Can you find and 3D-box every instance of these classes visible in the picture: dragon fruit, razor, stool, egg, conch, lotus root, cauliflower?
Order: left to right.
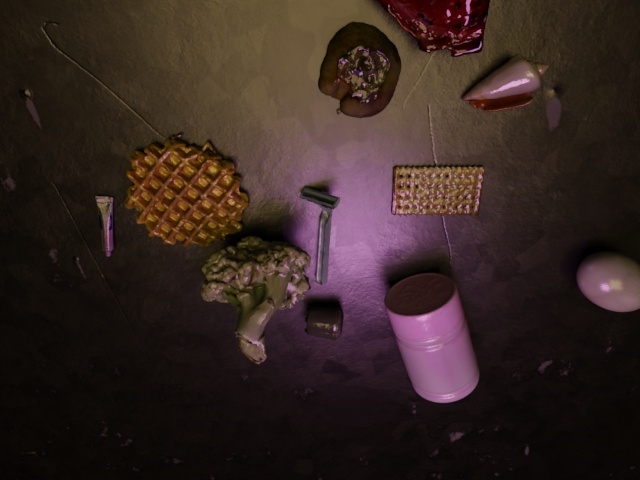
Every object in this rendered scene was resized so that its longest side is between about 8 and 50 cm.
[{"bbox_3d":[-0.171,0.114,1.077,0.327,0.281,0.260,-35,108,25],"label":"cauliflower"},{"bbox_3d":[0.007,-0.003,1.151,0.111,0.056,0.278,21,128,31],"label":"razor"},{"bbox_3d":[0.011,0.235,1.240,0.110,0.096,0.096,7,115,3],"label":"stool"},{"bbox_3d":[0.090,-0.372,0.959,0.183,0.078,0.204,12,116,-5],"label":"lotus root"},{"bbox_3d":[0.235,-0.563,0.866,0.285,0.228,0.329,3,142,33],"label":"dragon fruit"},{"bbox_3d":[0.420,-0.344,0.966,0.176,0.094,0.104,-33,151,19],"label":"conch"},{"bbox_3d":[0.792,0.113,1.151,0.209,0.151,0.151,27,113,-16],"label":"egg"}]

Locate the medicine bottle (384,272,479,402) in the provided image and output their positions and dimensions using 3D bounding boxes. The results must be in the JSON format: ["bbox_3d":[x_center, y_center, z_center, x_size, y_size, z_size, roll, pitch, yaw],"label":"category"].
[{"bbox_3d":[0.314,0.269,1.195,0.202,0.202,0.316,-17,115,8],"label":"medicine bottle"}]

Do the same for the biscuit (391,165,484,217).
[{"bbox_3d":[0.301,-0.126,1.109,0.231,0.016,0.139,-1,115,0],"label":"biscuit"}]

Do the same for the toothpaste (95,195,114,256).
[{"bbox_3d":[-0.571,-0.036,1.142,0.045,0.028,0.170,4,112,-9],"label":"toothpaste"}]

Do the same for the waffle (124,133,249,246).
[{"bbox_3d":[-0.338,-0.113,1.089,0.328,0.062,0.330,0,115,1],"label":"waffle"}]
